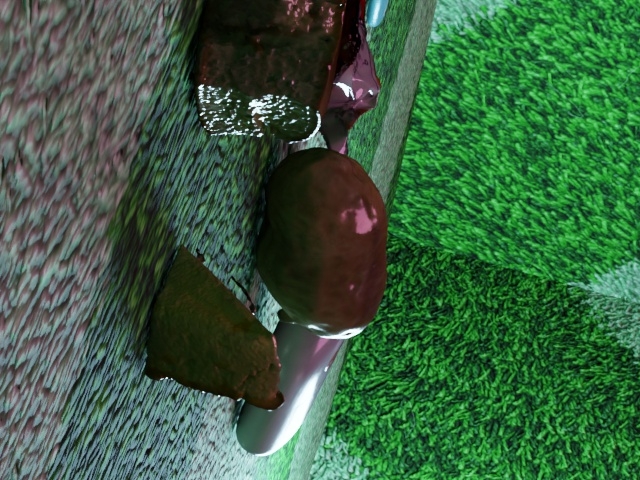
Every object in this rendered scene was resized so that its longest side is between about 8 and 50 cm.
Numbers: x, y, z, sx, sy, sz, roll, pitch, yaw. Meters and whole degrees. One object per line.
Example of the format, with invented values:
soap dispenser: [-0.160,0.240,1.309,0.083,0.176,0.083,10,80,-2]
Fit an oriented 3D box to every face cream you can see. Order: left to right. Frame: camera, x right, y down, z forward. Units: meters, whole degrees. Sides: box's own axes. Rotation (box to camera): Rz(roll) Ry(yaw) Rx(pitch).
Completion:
face cream: [-0.016,0.111,2.121,0.144,0.071,0.291,-55,172,-43]

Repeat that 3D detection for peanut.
peanut: [0.000,0.000,1.900,0.129,0.129,0.224,-70,163,-49]

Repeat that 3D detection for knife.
knife: [0.069,-0.304,2.322,0.222,0.031,0.064,101,1,-77]

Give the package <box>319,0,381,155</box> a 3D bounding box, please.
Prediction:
package: [0.025,-0.192,1.995,0.269,0.071,0.194,-90,-168,-53]

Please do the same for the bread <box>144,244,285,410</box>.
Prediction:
bread: [-0.067,0.060,1.414,0.080,0.109,0.084,-66,166,-45]

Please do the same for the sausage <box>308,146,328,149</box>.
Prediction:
sausage: [0.001,-0.017,2.090,0.289,0.086,0.086,96,10,-68]

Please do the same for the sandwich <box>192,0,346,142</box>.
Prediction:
sandwich: [-0.027,-0.152,1.275,0.088,0.090,0.244,-72,175,-59]
